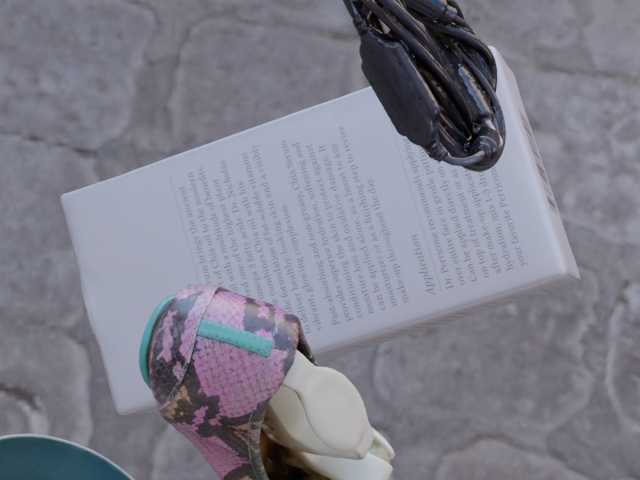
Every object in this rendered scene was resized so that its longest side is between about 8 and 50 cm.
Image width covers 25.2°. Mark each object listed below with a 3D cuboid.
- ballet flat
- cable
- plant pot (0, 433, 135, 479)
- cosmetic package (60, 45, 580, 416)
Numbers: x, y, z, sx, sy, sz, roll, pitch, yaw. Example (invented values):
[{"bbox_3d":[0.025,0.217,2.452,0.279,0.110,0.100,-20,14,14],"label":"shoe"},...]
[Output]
[{"bbox_3d":[-0.011,0.085,0.638,0.079,0.221,0.077,15,69,21],"label":"ballet flat"},{"bbox_3d":[0.060,-0.126,0.849,0.184,0.047,0.150,59,26,2],"label":"cable"},{"bbox_3d":[-0.329,0.392,1.605,0.290,0.195,0.290,25,33,-18],"label":"plant pot"},{"bbox_3d":[0.000,0.000,1.404,0.453,0.161,0.230,-18,82,13],"label":"cosmetic package"}]
